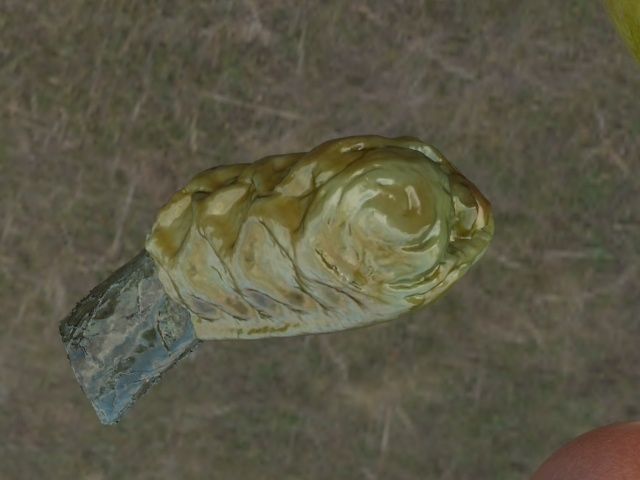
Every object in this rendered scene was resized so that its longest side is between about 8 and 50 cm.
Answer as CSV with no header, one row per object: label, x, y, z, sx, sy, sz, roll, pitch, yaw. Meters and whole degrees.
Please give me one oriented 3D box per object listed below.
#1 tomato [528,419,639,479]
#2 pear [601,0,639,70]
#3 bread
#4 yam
tomato,0.286,0.287,1.421,0.224,0.256,0.256,4,144,-22
pear,0.273,-0.163,0.771,0.303,0.304,0.304,6,140,5
bread,0.000,0.000,1.083,0.152,0.130,0.267,1,174,-36
yam,-0.150,0.067,1.411,0.183,0.107,0.107,-40,125,6
